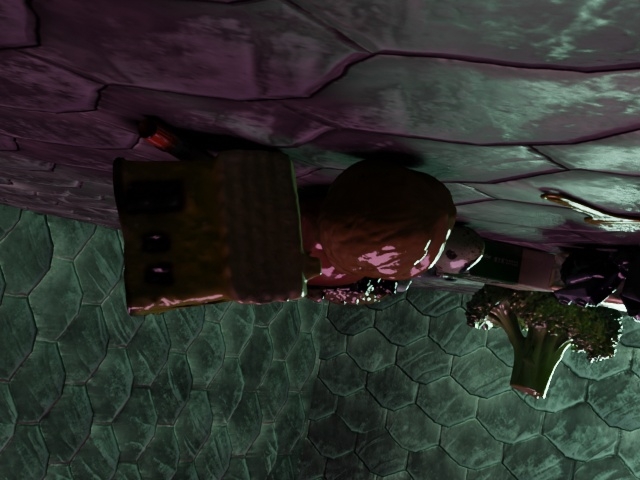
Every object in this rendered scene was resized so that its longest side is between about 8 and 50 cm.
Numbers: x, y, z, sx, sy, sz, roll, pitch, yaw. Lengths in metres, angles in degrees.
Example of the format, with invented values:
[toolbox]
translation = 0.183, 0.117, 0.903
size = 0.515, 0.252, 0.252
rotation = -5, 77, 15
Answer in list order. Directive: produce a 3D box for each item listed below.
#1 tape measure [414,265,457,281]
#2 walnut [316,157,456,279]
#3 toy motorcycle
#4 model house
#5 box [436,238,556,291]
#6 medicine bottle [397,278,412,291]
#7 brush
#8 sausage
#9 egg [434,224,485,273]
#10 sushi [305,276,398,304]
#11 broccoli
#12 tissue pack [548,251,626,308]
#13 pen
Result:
[tape measure]
translation = 0.286, 0.052, 1.791
size = 0.164, 0.084, 0.330
rotation = 7, -178, 30
[walnut]
translation = 0.074, -0.024, 0.919
size = 0.167, 0.149, 0.166
rotation = -18, -170, 3
[toy motorcycle]
translation = 0.501, 0.086, 1.264
size = 0.271, 0.159, 0.106
rotation = 2, 150, 47
[model house]
translation = -0.122, -0.009, 0.983
size = 0.235, 0.193, 0.175
rotation = -5, 173, -5
[box]
translation = 0.349, 0.048, 1.560
size = 0.199, 0.081, 0.135
rotation = 9, 176, -18
[medicine bottle]
translation = 0.113, 0.042, 1.685
size = 0.083, 0.121, 0.229
rotation = 11, 175, -28
[brush]
translation = 0.343, -0.035, 0.992
size = 0.205, 0.011, 0.083
rotation = 14, 174, -38
[sausage]
translation = 0.000, 0.000, 1.273
size = 0.152, 0.151, 0.280
rotation = 12, 175, -22
[egg]
translation = 0.234, 0.015, 1.346
size = 0.085, 0.085, 0.110
rotation = 13, 169, -39
[sushi]
translation = -0.008, 0.034, 1.558
size = 0.350, 0.170, 0.211
rotation = 7, 177, 34
[broccoli]
translation = 0.521, 0.194, 1.886
size = 0.376, 0.302, 0.249
rotation = 12, 138, 27
[tissue pack]
translation = 0.537, 0.079, 1.468
size = 0.186, 0.090, 0.222
rotation = 10, 175, 26
[pen]
translation = -0.173, -0.113, 0.993
size = 0.028, 0.028, 0.239
rotation = 9, 176, 10
